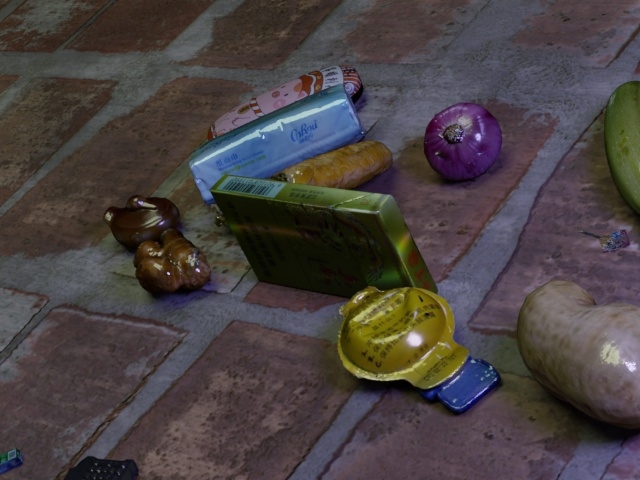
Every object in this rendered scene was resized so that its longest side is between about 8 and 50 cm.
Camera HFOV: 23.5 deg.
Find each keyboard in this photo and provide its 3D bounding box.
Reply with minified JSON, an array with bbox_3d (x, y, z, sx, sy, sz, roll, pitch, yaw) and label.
[{"bbox_3d":[-0.322,0.367,1.897,0.106,0.016,0.262,-2,39,33],"label":"keyboard"}]

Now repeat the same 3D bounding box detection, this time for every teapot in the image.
[{"bbox_3d":[-0.280,-0.037,2.387,0.129,0.078,0.098,2,41,37],"label":"teapot"}]

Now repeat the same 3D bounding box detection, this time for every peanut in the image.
[{"bbox_3d":[0.302,0.121,1.718,0.137,0.122,0.253,-35,28,-14],"label":"peanut"}]

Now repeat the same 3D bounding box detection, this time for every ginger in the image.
[{"bbox_3d":[-0.226,0.039,2.253,0.103,0.073,0.162,-19,24,-14],"label":"ginger"}]

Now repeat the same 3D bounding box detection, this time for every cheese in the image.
[{"bbox_3d":[0.114,0.132,1.885,0.156,0.064,0.250,-37,43,-15],"label":"cheese"}]

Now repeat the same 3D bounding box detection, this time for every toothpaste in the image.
[{"bbox_3d":[-0.442,0.306,2.069,0.083,0.017,0.020,-23,35,5],"label":"toothpaste"}]

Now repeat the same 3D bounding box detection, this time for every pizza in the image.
[{"bbox_3d":[-0.038,-0.065,2.241,0.287,0.075,0.280,-24,-1,41],"label":"pizza"}]

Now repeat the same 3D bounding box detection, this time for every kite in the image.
[{"bbox_3d":[0.367,-0.006,1.961,0.044,0.002,0.078,-30,33,-6],"label":"kite"}]

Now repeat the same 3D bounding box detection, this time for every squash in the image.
[{"bbox_3d":[0.417,-0.112,1.996,0.094,0.094,0.341,-16,34,16],"label":"squash"}]

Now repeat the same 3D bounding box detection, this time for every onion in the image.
[{"bbox_3d":[0.203,-0.139,2.191,0.115,0.115,0.104,-17,-11,14],"label":"onion"}]

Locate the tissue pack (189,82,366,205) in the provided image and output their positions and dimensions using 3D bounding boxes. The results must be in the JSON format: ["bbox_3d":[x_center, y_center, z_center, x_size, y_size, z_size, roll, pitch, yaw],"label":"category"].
[{"bbox_3d":[-0.068,-0.152,2.356,0.263,0.089,0.177,-25,12,4],"label":"tissue pack"}]

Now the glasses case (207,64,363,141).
[{"bbox_3d":[-0.057,-0.209,2.487,0.266,0.067,0.103,-25,34,2],"label":"glasses case"}]

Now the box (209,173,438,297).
[{"bbox_3d":[0.000,0.000,2.050,0.311,0.173,0.043,9,48,42],"label":"box"}]
